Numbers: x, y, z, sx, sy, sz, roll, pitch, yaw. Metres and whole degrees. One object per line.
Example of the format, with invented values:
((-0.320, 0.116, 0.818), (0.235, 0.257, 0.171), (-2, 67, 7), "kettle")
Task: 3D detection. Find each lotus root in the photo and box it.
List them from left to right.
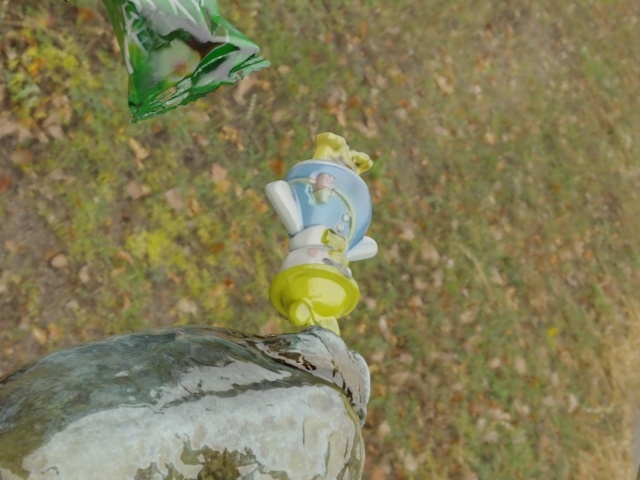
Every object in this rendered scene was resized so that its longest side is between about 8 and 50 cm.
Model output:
((-0.105, 0.139, 0.619), (0.350, 0.175, 0.175), (-4, 67, -43), "lotus root")

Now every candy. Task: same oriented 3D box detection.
((-0.144, -0.215, 0.907), (0.141, 0.078, 0.203), (-36, 119, -33), "candy")

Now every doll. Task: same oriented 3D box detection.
((0.001, 0.000, 1.104), (0.135, 0.099, 0.241), (67, 23, -49), "doll")

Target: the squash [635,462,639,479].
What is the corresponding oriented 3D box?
((0.190, 0.124, 0.425), (0.137, 0.137, 0.287), (-86, 169, -47), "squash")
